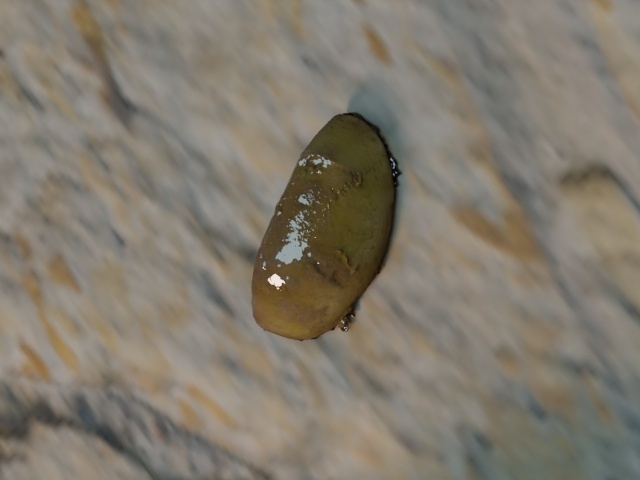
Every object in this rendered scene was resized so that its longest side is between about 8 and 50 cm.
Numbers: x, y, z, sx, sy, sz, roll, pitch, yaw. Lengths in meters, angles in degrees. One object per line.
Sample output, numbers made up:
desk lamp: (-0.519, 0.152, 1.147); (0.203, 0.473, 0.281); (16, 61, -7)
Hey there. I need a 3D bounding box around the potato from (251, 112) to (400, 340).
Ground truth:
potato: (0.001, 0.001, 0.646); (0.037, 0.036, 0.093); (28, 108, 26)
